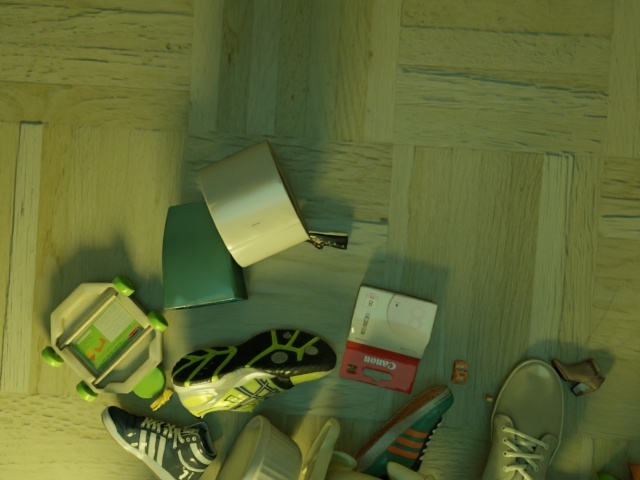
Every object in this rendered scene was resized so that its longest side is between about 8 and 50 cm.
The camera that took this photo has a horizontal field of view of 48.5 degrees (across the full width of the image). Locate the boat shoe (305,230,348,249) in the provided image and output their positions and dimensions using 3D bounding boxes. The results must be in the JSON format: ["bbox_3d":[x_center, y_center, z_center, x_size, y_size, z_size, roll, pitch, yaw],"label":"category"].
[{"bbox_3d":[0.000,0.000,1.691,0.132,0.049,0.042,5,84,-2],"label":"boat shoe"}]

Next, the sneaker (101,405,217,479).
[{"bbox_3d":[-0.374,0.459,1.691,0.282,0.099,0.153,45,97,-6],"label":"sneaker"}]

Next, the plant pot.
[{"bbox_3d":[-0.277,0.033,1.650,0.165,0.166,0.234,-9,85,2],"label":"plant pot"}]

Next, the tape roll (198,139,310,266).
[{"bbox_3d":[-0.147,-0.083,1.598,0.169,0.246,0.246,-23,91,3],"label":"tape roll"}]

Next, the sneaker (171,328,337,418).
[{"bbox_3d":[-0.149,0.318,1.682,0.384,0.145,0.147,-9,122,0],"label":"sneaker"}]

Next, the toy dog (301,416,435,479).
[{"bbox_3d":[0.114,0.659,1.546,0.407,0.285,0.396,27,116,-1],"label":"toy dog"}]

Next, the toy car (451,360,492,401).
[{"bbox_3d":[0.368,0.335,1.691,0.122,0.040,0.060,27,92,2],"label":"toy car"}]

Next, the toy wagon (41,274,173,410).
[{"bbox_3d":[-0.488,0.263,1.708,0.267,0.068,0.344,-44,90,3],"label":"toy wagon"}]

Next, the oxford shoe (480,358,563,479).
[{"bbox_3d":[0.458,0.492,1.627,0.169,0.130,0.450,20,79,9],"label":"oxford shoe"}]

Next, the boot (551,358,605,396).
[{"bbox_3d":[0.615,0.309,1.685,0.087,0.042,0.118,-35,91,-4],"label":"boot"}]

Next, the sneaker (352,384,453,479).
[{"bbox_3d":[0.214,0.468,1.673,0.302,0.108,0.121,-44,90,11],"label":"sneaker"}]

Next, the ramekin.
[{"bbox_3d":[-0.147,0.546,1.611,0.127,0.273,0.273,29,92,-9],"label":"ramekin"}]

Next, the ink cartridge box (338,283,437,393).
[{"bbox_3d":[0.159,0.237,1.690,0.189,0.066,0.233,14,88,1],"label":"ink cartridge box"}]

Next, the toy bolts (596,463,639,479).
[{"bbox_3d":[0.748,0.644,1.606,0.158,0.218,0.229,-19,98,16],"label":"toy bolts"}]
